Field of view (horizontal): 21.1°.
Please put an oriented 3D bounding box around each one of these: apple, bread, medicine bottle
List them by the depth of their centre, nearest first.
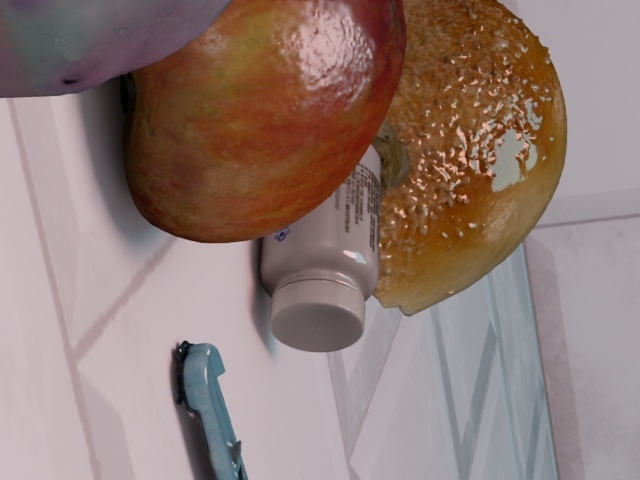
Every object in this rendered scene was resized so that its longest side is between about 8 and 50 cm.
[{"bbox_3d":[-0.041,-0.099,0.894,0.173,0.160,0.195,-17,94,-55],"label":"apple"},{"bbox_3d":[0.000,0.000,1.142,0.079,0.079,0.140,67,21,-52],"label":"medicine bottle"},{"bbox_3d":[0.102,-0.096,1.393,0.171,0.192,0.314,68,19,-53],"label":"bread"}]

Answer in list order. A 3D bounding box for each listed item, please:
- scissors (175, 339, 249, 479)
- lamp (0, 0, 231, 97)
[{"bbox_3d":[-0.024,0.224,1.023,0.180,0.032,0.393,-76,156,-60],"label":"scissors"},{"bbox_3d":[-0.084,-0.200,0.524,0.247,0.247,0.301,-80,167,-45],"label":"lamp"}]
